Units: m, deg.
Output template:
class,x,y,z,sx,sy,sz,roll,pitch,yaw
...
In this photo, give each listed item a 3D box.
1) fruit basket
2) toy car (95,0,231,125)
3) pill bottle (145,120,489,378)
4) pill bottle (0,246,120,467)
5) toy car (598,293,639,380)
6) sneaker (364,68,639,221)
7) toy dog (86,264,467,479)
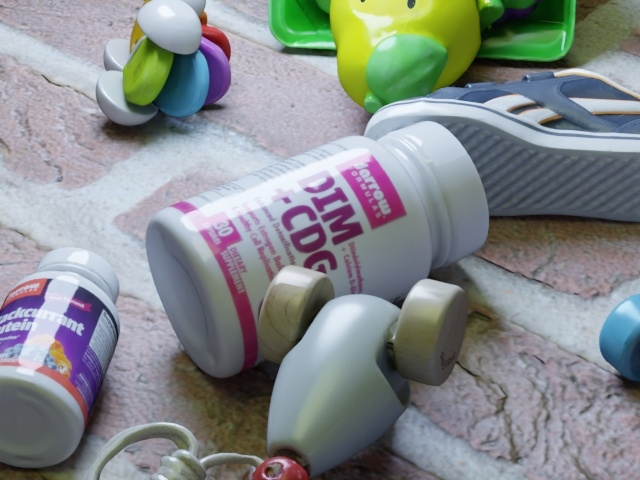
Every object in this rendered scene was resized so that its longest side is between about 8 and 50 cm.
class,x,y,z,sx,sy,sz,roll,pitch,yaw
fruit basket,0.106,-0.307,1.688,0.392,0.283,0.392,0,20,0
toy car,-0.165,-0.207,1.688,0.136,0.159,0.182,26,32,-18
pill bottle,0.000,0.000,1.349,0.283,0.160,0.160,-23,40,-22
pill bottle,-0.237,0.095,1.300,0.108,0.108,0.193,1,37,9
toy car,0.359,0.042,1.180,0.210,0.238,0.219,-21,40,-20
sneaker,0.206,-0.100,1.489,0.321,0.126,0.127,9,42,2
toy dog,-0.001,0.170,1.172,0.220,0.161,0.334,29,64,34
